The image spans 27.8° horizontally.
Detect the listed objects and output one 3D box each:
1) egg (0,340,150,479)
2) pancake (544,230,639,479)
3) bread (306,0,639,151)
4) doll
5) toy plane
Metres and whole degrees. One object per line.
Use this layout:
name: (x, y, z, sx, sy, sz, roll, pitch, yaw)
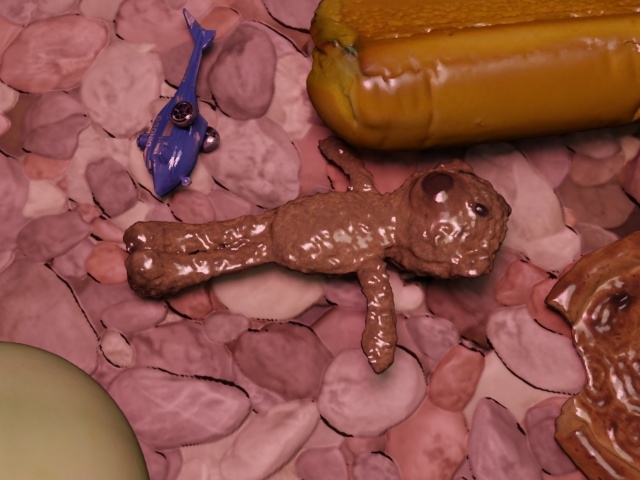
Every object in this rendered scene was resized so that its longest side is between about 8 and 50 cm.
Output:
egg: (-0.221, 0.200, 0.860, 0.220, 0.220, 0.269, -2, 69, -5)
pancake: (0.281, 0.103, 1.038, 0.212, 0.029, 0.235, -5, 73, -8)
bread: (0.175, -0.146, 1.067, 0.383, 0.112, 0.166, -8, 34, -10)
doll: (0.001, -0.012, 1.033, 0.286, 0.091, 0.202, 12, 47, 15)
toy plane: (-0.116, -0.112, 1.073, 0.062, 0.054, 0.167, 4, 69, 24)
